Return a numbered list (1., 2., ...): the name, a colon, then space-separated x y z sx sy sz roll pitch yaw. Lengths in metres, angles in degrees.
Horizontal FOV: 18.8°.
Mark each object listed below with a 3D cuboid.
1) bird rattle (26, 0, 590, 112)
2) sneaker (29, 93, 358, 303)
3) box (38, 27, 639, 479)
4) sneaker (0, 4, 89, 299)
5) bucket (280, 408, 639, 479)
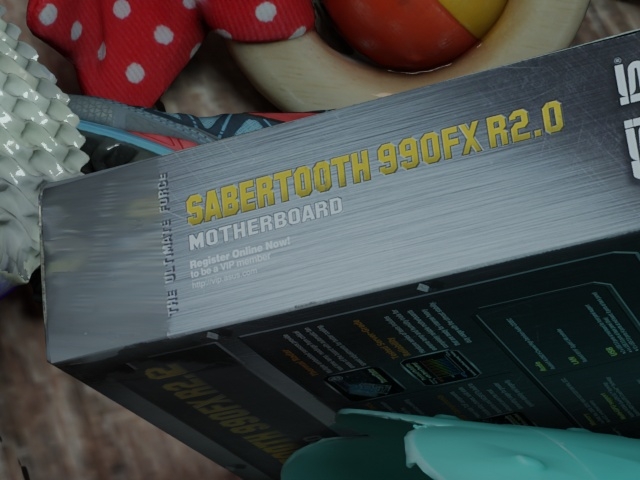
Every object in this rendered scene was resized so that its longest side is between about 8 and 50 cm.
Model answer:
1. bird rattle: 0.014 -0.126 0.786 0.207 0.143 0.253 43 87 -16
2. sneaker: 0.000 0.000 0.754 0.262 0.104 0.125 20 37 -6
3. box: 0.050 0.027 0.585 0.183 0.231 0.056 -13 65 18
4. sneaker: -0.188 -0.048 0.697 0.102 0.146 0.293 32 17 -44
5. bucket: 0.093 0.179 0.539 0.183 0.281 0.281 1 56 -18
